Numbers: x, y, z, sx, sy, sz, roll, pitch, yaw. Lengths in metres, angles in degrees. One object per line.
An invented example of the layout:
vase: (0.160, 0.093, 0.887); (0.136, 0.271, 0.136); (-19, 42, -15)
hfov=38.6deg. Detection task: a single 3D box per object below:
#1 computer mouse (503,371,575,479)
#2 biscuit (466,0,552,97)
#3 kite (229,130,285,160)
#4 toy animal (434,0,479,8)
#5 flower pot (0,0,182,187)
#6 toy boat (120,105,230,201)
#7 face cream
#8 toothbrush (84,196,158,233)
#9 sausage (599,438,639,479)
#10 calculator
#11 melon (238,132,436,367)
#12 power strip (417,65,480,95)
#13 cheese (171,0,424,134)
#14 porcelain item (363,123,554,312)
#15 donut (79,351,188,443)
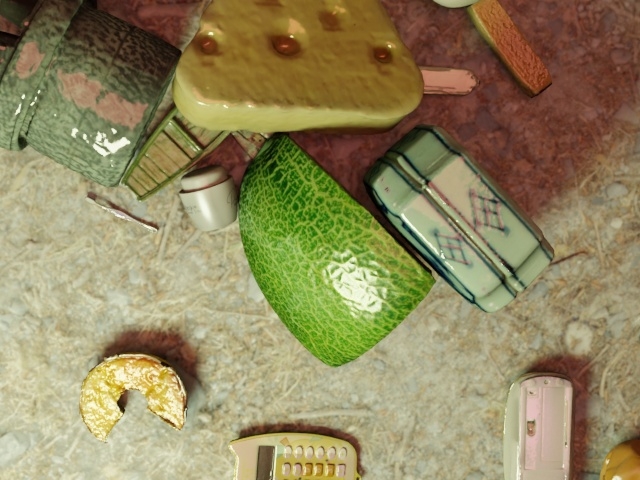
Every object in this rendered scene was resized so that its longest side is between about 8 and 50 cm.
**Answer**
computer mouse: (0.385, 0.346, 1.594); (0.125, 0.056, 0.245); (-1, 96, -4)
biscuit: (0.313, -0.323, 1.521); (0.052, 0.056, 0.188); (-37, 99, 2)
kite: (-0.097, -0.258, 1.516); (0.267, 0.013, 0.323); (6, 98, -4)
toy animal: (0.199, -0.502, 1.421); (0.266, 0.212, 0.212); (44, 91, -3)
flower pot: (-0.372, -0.259, 1.359); (0.282, 0.299, 0.299); (25, 93, -10)
toy boat: (-0.205, -0.182, 1.487); (0.293, 0.055, 0.093); (-44, 97, 4)
face cream: (-0.180, -0.070, 1.489); (0.091, 0.091, 0.095); (-17, 105, -3)
toothbrush: (-0.330, -0.042, 1.518); (0.131, 0.013, 0.011); (26, 103, -8)
sausage: (0.603, 0.426, 1.590); (0.241, 0.120, 0.136); (8, 110, -6)
calculator: (-0.046, 0.406, 1.579); (0.236, 0.033, 0.157); (5, 95, -8)
melon: (0.000, 0.000, 1.471); (0.343, 0.331, 0.226); (41, 57, 0)
power strip: (0.171, -0.267, 1.527); (0.191, 0.030, 0.048); (2, 95, -5)
cheese: (-0.041, -0.344, 1.423); (0.383, 0.104, 0.384); (3, 78, -15)
porcelain item: (0.205, -0.036, 1.427); (0.157, 0.286, 0.281); (-43, 99, 3)
donut: (-0.308, 0.250, 1.521); (0.181, 0.078, 0.146); (-10, 96, 3)
